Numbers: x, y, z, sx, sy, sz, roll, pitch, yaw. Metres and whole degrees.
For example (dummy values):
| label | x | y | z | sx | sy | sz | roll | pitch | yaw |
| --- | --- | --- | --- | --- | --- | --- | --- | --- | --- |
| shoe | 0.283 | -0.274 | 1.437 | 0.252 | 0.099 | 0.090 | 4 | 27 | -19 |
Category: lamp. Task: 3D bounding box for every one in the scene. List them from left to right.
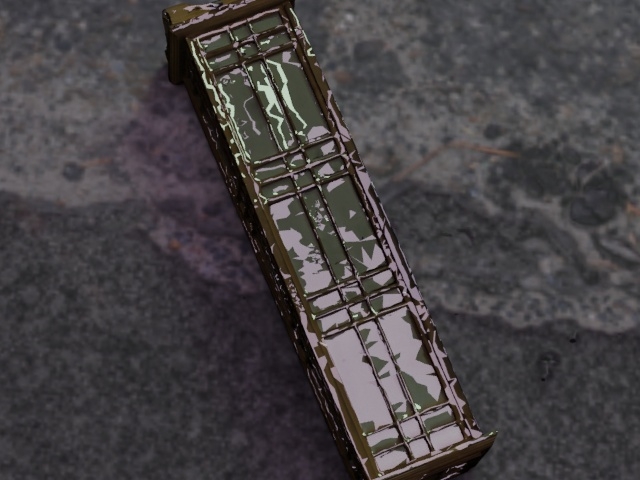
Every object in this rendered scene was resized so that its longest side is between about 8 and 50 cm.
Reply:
| label | x | y | z | sx | sy | sz | roll | pitch | yaw |
| --- | --- | --- | --- | --- | --- | --- | --- | --- | --- |
| lamp | 0.000 | 0.000 | 1.189 | 0.089 | 0.090 | 0.325 | -22 | 75 | -10 |
